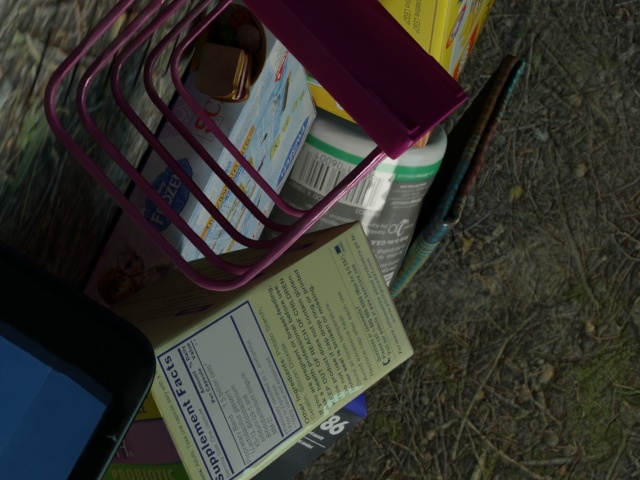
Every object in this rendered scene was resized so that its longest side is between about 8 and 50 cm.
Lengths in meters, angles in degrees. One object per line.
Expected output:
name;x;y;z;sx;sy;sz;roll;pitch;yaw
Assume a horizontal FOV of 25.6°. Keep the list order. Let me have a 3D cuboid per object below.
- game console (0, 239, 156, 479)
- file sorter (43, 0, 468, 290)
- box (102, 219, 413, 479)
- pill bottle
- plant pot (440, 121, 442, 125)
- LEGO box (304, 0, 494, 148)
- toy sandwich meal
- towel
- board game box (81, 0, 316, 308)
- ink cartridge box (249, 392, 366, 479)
game console;-0.222;0.105;0.668;0.250;0.173;0.293;94;21;-68
file sorter;-0.042;-0.104;1.023;0.182;0.202;0.290;-43;180;17
box;-0.093;0.098;1.065;0.213;0.117;0.243;-13;-167;45
pill bottle;0.000;0.000;1.687;0.204;0.204;0.361;-50;162;-63
plant pot;0.059;-0.149;1.852;0.167;0.167;0.165;-68;164;15
LEGO box;0.100;-0.367;1.324;0.500;0.193;0.373;87;27;-72
toy sandwich meal;-0.081;-0.160;1.193;0.029;0.085;0.086;-7;124;-54
towel;0.148;-0.048;1.809;0.271;0.040;0.370;-65;-176;-27
board game box;-0.108;-0.040;1.364;0.318;0.065;0.319;71;44;-78
ink cartridge box;-0.071;0.223;1.645;0.332;0.065;0.165;-43;139;12
